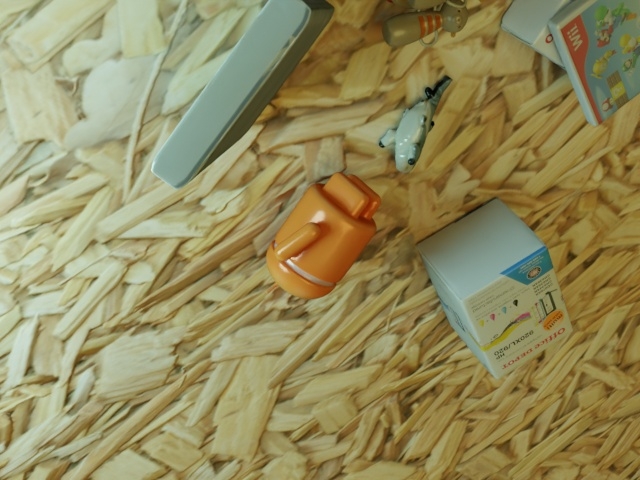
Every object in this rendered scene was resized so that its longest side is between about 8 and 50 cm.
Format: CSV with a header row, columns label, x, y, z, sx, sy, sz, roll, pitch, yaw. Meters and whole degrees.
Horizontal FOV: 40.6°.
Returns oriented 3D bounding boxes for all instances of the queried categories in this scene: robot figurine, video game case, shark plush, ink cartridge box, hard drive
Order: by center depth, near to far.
label,x,y,z,sx,sy,sz,roll,pitch,yaw
hard drive,-0.077,-0.194,1.038,0.047,0.353,0.233,38,105,-5
video game case,0.483,-0.327,1.274,0.285,0.025,0.204,-38,129,0
ink cartridge box,0.408,-0.333,1.312,0.219,0.092,0.160,19,112,-34
robot figurine,-0.001,0.000,1.337,0.128,0.158,0.219,31,108,-14
shark plush,0.152,-0.183,1.348,0.067,0.073,0.161,13,97,-53
ink cartridge box,0.306,0.086,1.510,0.171,0.168,0.232,-32,131,-2

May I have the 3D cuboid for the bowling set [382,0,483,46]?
label,x,y,z,sx,sy,sz,roll,pitch,yaw
bowling set,0.171,-0.368,1.097,0.154,0.200,0.287,-19,123,-15

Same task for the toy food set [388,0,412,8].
label,x,y,z,sx,sy,sz,roll,pitch,yaw
toy food set,0.127,-0.363,1.209,0.083,0.020,0.082,22,112,-35
